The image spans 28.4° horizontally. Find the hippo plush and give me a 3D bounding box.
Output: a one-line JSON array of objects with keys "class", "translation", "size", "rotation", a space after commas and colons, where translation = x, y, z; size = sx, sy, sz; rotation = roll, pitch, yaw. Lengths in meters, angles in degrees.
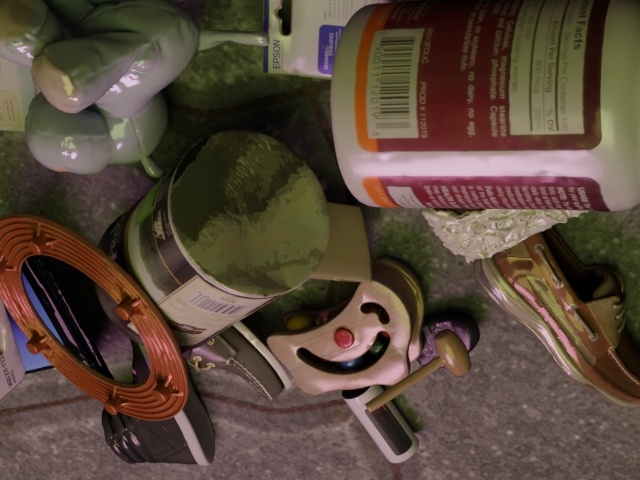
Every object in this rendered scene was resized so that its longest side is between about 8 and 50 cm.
[{"class": "hippo plush", "translation": [-0.259, -0.209, 1.513], "size": [0.294, 0.234, 0.237], "rotation": [-19, 151, -26]}]

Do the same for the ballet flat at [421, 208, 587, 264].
[{"class": "ballet flat", "translation": [0.287, -0.101, 1.472], "size": [0.409, 0.147, 0.147], "rotation": [-32, 113, 27]}]

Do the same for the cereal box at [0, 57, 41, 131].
[{"class": "cereal box", "translation": [-0.445, -0.225, 1.595], "size": [0.240, 0.047, 0.173], "rotation": [5, 124, 7]}]

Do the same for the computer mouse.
[{"class": "computer mouse", "translation": [0.114, 0.150, 1.755], "size": [0.242, 0.041, 0.071], "rotation": [-18, 103, 29]}]

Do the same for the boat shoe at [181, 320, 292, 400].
[{"class": "boat shoe", "translation": [-0.167, 0.121, 1.726], "size": [0.305, 0.091, 0.109], "rotation": [45, 164, -15]}]

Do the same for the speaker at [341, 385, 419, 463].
[{"class": "speaker", "translation": [0.086, 0.255, 1.816], "size": [0.055, 0.055, 0.136], "rotation": [-23, 116, 23]}]

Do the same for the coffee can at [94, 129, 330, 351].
[{"class": "coffee can", "translation": [-0.138, 0.007, 1.540], "size": [0.201, 0.202, 0.275], "rotation": [36, 149, -14]}]

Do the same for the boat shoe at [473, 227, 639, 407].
[{"class": "boat shoe", "translation": [0.340, 0.093, 1.623], "size": [0.324, 0.123, 0.116], "rotation": [40, 119, -18]}]

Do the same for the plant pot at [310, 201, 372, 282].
[{"class": "plant pot", "translation": [0.000, 0.000, 1.612], "size": [0.109, 0.109, 0.096], "rotation": [6, 87, -24]}]

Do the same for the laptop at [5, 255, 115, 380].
[{"class": "laptop", "translation": [-0.416, 0.125, 1.770], "size": [0.136, 0.264, 0.234], "rotation": [-32, 120, -15]}]

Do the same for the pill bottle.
[{"class": "pill bottle", "translation": [0.228, -0.142, 1.306], "size": [0.392, 0.224, 0.224], "rotation": [2, 125, 22]}]

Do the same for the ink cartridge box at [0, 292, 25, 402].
[{"class": "ink cartridge box", "translation": [-0.571, 0.125, 1.769], "size": [0.272, 0.114, 0.197], "rotation": [10, 127, 26]}]

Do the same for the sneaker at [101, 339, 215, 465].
[{"class": "sneaker", "translation": [-0.263, 0.224, 1.828], "size": [0.146, 0.105, 0.296], "rotation": [-10, 126, 11]}]

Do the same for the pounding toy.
[{"class": "pounding toy", "translation": [0.052, 0.125, 1.658], "size": [0.269, 0.155, 0.154], "rotation": [-11, 108, 25]}]

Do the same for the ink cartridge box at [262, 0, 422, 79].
[{"class": "ink cartridge box", "translation": [0.100, -0.260, 1.461], "size": [0.332, 0.065, 0.165], "rotation": [7, 125, 4]}]

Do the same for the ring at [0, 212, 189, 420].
[{"class": "ring", "translation": [-0.307, 0.109, 1.610], "size": [0.336, 0.032, 0.337], "rotation": [26, 141, 22]}]
